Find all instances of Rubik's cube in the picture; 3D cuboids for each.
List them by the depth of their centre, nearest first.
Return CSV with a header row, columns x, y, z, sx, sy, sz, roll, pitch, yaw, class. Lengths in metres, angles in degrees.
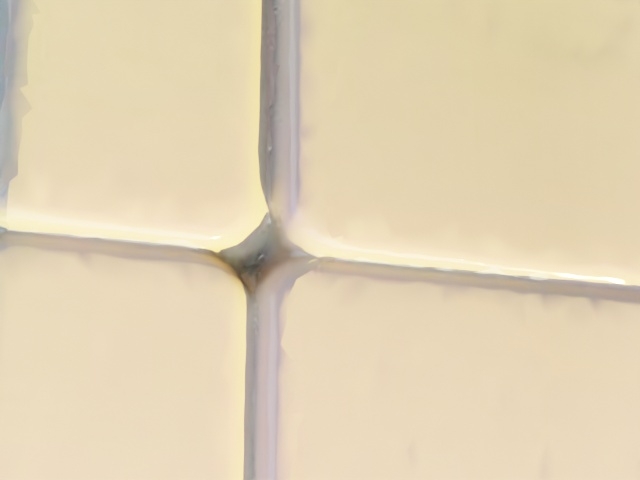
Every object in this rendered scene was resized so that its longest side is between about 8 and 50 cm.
x,y,z,sx,sy,sz,roll,pitch,yaw,class
0.000,0.000,0.544,0.322,0.318,0.316,146,127,-66,Rubik's cube
